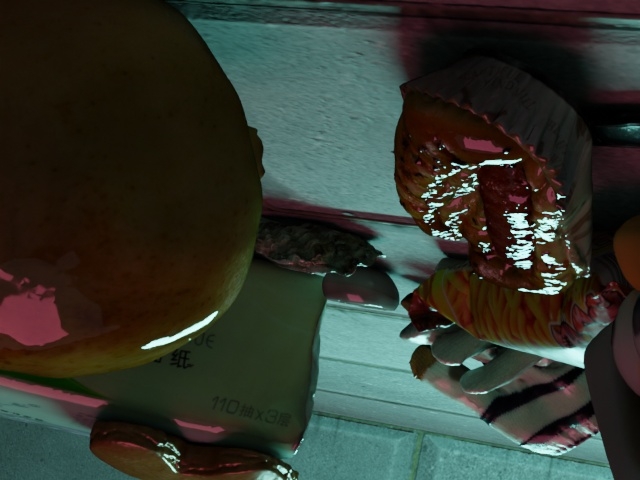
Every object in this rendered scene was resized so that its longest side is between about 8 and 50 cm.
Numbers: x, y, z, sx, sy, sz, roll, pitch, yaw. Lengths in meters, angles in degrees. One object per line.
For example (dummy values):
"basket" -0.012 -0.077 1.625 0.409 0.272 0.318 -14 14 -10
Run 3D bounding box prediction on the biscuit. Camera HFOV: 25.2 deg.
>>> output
"biscuit" -0.123 0.216 1.385 0.192 0.036 0.186 6 161 9

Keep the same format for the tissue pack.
"tissue pack" -0.229 0.099 1.491 0.405 0.205 0.332 16 163 -12

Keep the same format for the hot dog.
"hot dog" 0.098 -0.034 0.798 0.131 0.069 0.253 30 170 14

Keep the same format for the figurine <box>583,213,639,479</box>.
"figurine" 0.159 -0.020 0.422 0.133 0.236 0.176 12 170 5

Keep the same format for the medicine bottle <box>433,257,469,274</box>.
"medicine bottle" 0.141 0.042 1.219 0.083 0.047 0.047 8 168 24

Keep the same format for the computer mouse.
"computer mouse" 0.040 0.043 1.357 0.066 0.039 0.096 7 175 26

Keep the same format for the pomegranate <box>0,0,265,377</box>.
"pomegranate" -0.143 -0.032 0.760 0.233 0.233 0.233 12 169 2

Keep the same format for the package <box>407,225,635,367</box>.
"package" 0.220 0.045 1.021 0.223 0.108 0.288 11 177 -22

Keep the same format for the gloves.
"gloves" 0.178 0.112 1.395 0.218 0.131 0.140 45 167 -3

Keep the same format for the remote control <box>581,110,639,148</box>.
"remote control" 0.164 -0.061 0.780 0.096 0.014 0.039 6 166 33

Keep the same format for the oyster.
"oyster" 0.000 0.000 1.235 0.100 0.037 0.098 -4 -162 -33
